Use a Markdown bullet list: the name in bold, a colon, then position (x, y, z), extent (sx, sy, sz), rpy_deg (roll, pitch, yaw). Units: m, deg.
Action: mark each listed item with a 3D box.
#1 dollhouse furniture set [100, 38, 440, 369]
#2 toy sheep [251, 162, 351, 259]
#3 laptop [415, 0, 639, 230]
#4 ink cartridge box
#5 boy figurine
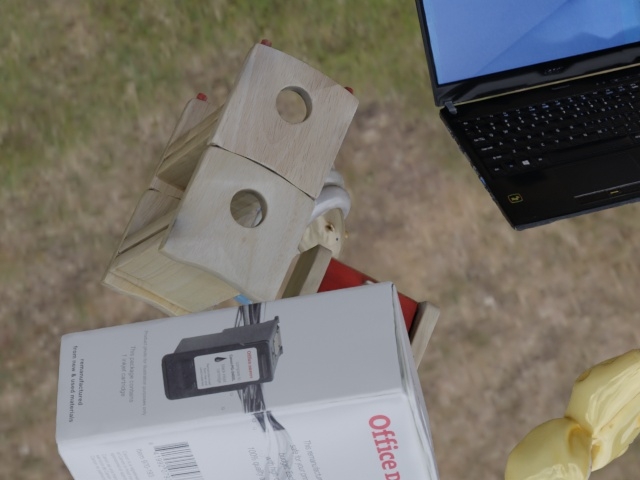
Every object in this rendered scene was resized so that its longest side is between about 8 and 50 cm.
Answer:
- **dollhouse furniture set**: position (0.000, 0.000, 0.968), extent (0.184, 0.129, 0.129), rpy_deg (28, 162, -15)
- **toy sheep**: position (-0.028, -0.035, 1.250), extent (0.091, 0.132, 0.091), rpy_deg (-36, 163, -12)
- **laptop**: position (0.224, -0.161, 1.500), extent (0.234, 0.264, 0.136), rpy_deg (-13, 134, -13)
- **ink cartridge box**: position (-0.028, 0.083, 0.767), extent (0.150, 0.063, 0.109), rpy_deg (-9, 140, 6)
- **boy figurine**: position (0.296, 0.162, 1.696), extent (0.285, 0.092, 0.177), rpy_deg (-34, 153, -32)
